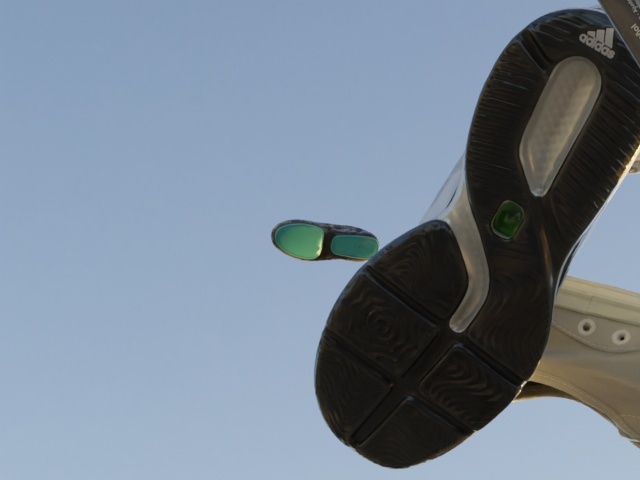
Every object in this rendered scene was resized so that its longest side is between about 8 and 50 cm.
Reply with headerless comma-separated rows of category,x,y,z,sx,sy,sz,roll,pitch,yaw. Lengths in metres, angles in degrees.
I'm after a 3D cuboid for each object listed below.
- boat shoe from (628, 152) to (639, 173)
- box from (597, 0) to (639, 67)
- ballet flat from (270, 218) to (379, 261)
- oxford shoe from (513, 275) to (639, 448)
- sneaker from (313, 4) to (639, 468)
boat shoe,0.274,-0.096,1.581,0.226,0.083,0.075,2,-48,48
box,0.227,-0.066,0.523,0.076,0.242,0.307,-43,-110,44
ballet flat,0.000,0.000,1.367,0.114,0.041,0.041,8,-31,-24
oxford shoe,0.336,0.130,1.196,0.449,0.130,0.169,12,-12,29
sneaker,0.172,-0.008,1.220,0.169,0.257,0.447,36,-63,12
